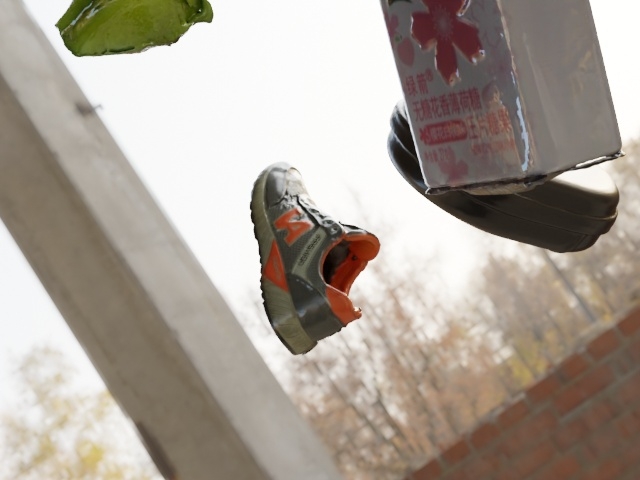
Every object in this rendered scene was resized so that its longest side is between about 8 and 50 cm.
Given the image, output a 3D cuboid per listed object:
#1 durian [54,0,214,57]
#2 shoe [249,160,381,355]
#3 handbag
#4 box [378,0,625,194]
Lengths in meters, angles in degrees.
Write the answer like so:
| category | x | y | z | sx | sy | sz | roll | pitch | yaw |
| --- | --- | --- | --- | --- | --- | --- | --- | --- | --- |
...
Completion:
| category | x | y | z | sx | sy | sz | roll | pitch | yaw |
| --- | --- | --- | --- | --- | --- | --- | --- | --- | --- |
| durian | -0.296 | -0.365 | 2.126 | 0.250 | 0.101 | 0.139 | -23 | -48 | -15 |
| shoe | 0.000 | 0.000 | 1.984 | 0.171 | 0.336 | 0.132 | -19 | -39 | 15 |
| handbag | 0.214 | -0.085 | 1.603 | 0.308 | 0.254 | 0.093 | 14 | -66 | -34 |
| box | 0.124 | -0.219 | 1.113 | 0.112 | 0.370 | 0.190 | -16 | 5 | -26 |
